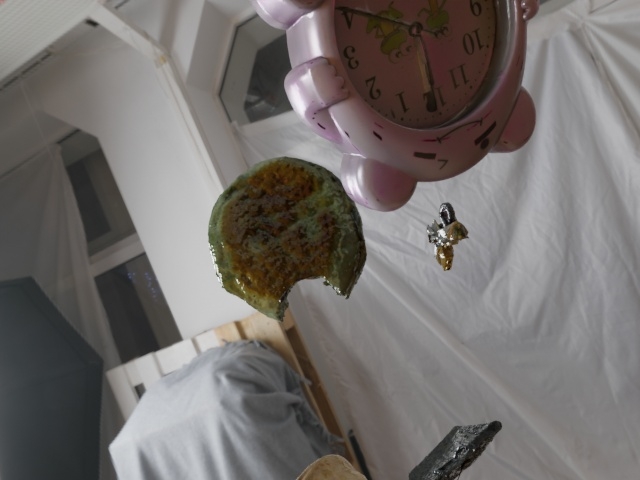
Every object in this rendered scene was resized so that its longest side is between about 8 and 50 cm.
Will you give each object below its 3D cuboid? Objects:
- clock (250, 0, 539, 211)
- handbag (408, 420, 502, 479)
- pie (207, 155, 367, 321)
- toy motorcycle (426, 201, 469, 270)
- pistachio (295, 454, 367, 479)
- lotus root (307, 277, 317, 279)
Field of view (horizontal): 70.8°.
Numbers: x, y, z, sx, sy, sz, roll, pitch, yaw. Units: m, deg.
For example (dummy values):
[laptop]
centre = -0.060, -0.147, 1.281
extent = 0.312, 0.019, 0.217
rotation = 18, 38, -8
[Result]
[clock]
centre = 0.098, -0.215, 0.490
extent = 0.295, 0.322, 0.113
rotation = -26, 20, -11
[handbag]
centre = 0.310, 0.524, 1.060
extent = 0.270, 0.089, 0.175
rotation = -37, -22, -15
[pie]
centre = -0.061, -0.010, 0.817
extent = 0.302, 0.303, 0.067
rotation = -24, -12, -4
[toy motorcycle]
centre = 0.385, 0.001, 1.367
extent = 0.094, 0.229, 0.130
rotation = -14, 40, -11
[pistachio]
centre = -0.011, 0.476, 0.750
extent = 0.229, 0.157, 0.157
rotation = -42, 10, -34
[lotus root]
centre = 0.000, 0.000, 1.170
extent = 0.125, 0.221, 0.118
rotation = 8, -20, 38
